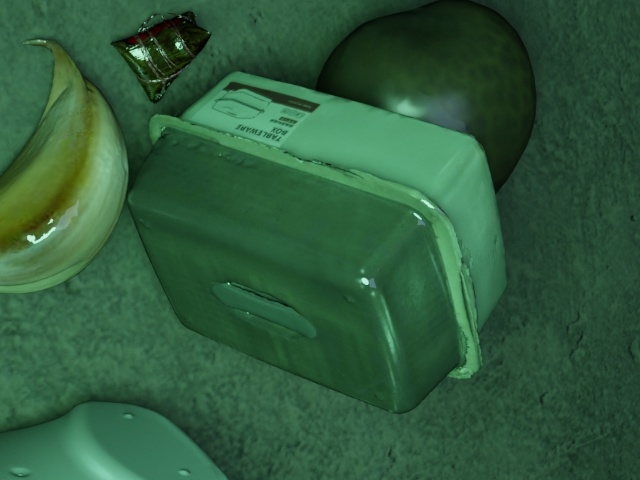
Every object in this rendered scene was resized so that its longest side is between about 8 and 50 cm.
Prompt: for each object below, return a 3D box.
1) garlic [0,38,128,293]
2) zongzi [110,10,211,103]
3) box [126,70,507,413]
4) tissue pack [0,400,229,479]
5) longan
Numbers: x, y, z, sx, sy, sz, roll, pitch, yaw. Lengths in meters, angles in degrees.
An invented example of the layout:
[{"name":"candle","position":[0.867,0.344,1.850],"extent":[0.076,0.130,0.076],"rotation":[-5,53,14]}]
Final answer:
[{"name":"garlic","position":[-0.206,-0.040,1.114],"extent":[0.206,0.128,0.115],"rotation":[-64,147,-15]},{"name":"zongzi","position":[-0.123,-0.168,1.177],"extent":[0.083,0.073,0.067],"rotation":[-26,120,16]},{"name":"box","position":[0.000,0.000,1.124],"extent":[0.166,0.290,0.220],"rotation":[-52,144,-29]},{"name":"tissue pack","position":[-0.243,0.262,1.063],"extent":[0.333,0.229,0.236],"rotation":[3,106,-34]},{"name":"longan","position":[0.094,-0.115,1.246],"extent":[0.212,0.198,0.198],"rotation":[-44,120,-31]}]
